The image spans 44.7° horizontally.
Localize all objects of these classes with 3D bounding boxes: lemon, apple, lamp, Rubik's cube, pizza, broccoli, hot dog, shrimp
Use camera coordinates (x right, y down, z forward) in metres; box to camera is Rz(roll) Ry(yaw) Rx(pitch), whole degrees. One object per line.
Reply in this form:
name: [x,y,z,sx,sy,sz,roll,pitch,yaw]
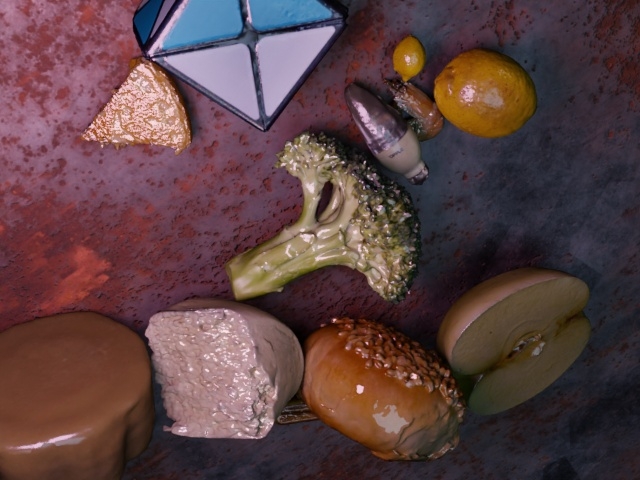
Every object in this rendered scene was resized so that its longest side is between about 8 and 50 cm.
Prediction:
lemon: [0.172,-0.351,1.508,0.065,0.065,0.092,-3,119,-17]
apple: [0.457,0.228,1.811,0.360,0.320,0.311,-31,85,-6]
lamp: [0.131,-0.210,1.549,0.101,0.101,0.250,-40,112,7]
Rubik's cube: [-0.140,-0.363,1.288,0.246,0.250,0.248,29,105,-30]
lemon: [0.325,-0.289,1.535,0.207,0.170,0.170,24,109,-24]
pizza: [-0.342,-0.226,1.415,0.199,0.062,0.188,-20,111,1]
broccoli: [0.029,0.019,1.583,0.353,0.275,0.397,35,101,14]
hot dog: [-0.033,0.407,1.889,0.165,0.045,0.071,-5,118,-16]
shrimp: [0.179,-0.266,1.580,0.099,0.041,0.180,-35,126,22]

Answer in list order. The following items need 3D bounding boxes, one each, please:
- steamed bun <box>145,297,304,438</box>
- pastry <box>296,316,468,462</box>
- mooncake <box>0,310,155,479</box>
steamed bun: [-0.194,0.221,1.568,0.290,0.273,0.272,11,122,27]
pastry: [0.135,0.317,1.707,0.410,0.409,0.245,30,89,-30]
mooncake: [-0.503,0.318,1.500,0.379,0.378,0.200,-6,125,-15]
